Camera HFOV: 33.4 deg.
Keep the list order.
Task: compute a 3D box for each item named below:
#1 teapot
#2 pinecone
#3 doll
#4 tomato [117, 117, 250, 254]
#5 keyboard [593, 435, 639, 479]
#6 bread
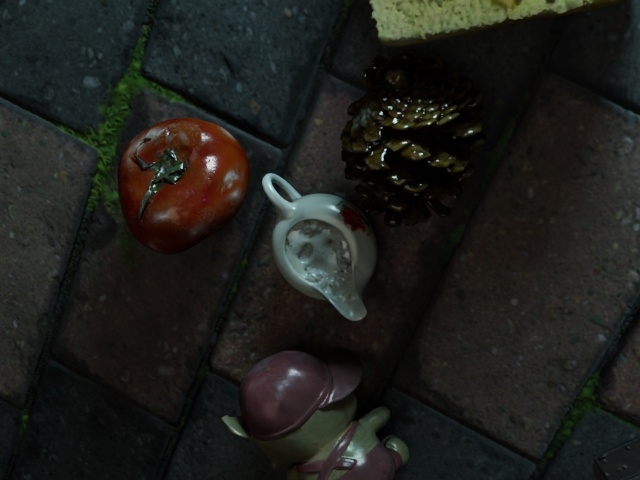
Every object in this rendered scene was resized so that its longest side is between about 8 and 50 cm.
[{"bbox_3d":[0.000,0.000,1.424,0.145,0.092,0.226,-39,92,25],"label":"teapot"},{"bbox_3d":[0.107,-0.114,1.298,0.169,0.185,0.212,17,132,-2],"label":"pinecone"},{"bbox_3d":[-0.001,0.262,1.492,0.256,0.196,0.152,53,154,-9],"label":"doll"},{"bbox_3d":[-0.178,-0.070,1.424,0.187,0.151,0.187,-7,64,15],"label":"tomato"},{"bbox_3d":[0.458,0.273,1.404,0.195,0.018,0.060,-32,89,27],"label":"keyboard"},{"bbox_3d":[0.203,-0.294,1.192,0.275,0.185,0.114,-9,100,23],"label":"bread"}]
